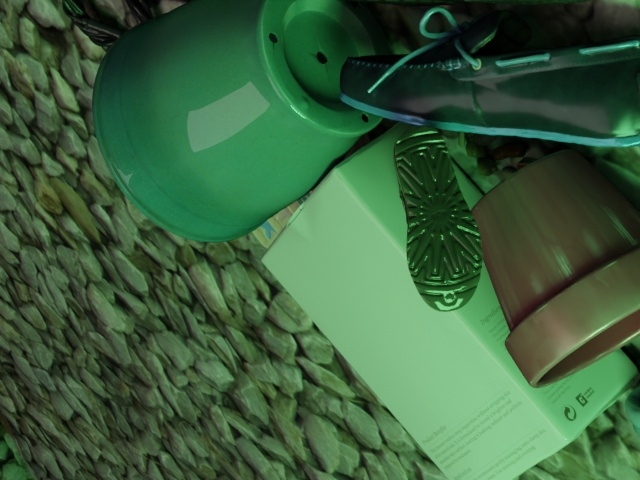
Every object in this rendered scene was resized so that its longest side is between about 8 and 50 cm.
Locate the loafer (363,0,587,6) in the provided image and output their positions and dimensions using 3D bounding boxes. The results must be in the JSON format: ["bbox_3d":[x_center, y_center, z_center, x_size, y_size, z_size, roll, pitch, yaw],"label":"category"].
[{"bbox_3d":[0.108,-0.286,1.352,0.366,0.133,0.130,9,100,42],"label":"loafer"}]

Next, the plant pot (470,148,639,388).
[{"bbox_3d":[0.245,0.019,1.421,0.180,0.201,0.201,60,153,17],"label":"plant pot"}]

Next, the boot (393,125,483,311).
[{"bbox_3d":[0.110,-0.019,1.424,0.208,0.076,0.190,95,169,-84],"label":"boot"}]

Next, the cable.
[{"bbox_3d":[-0.276,-0.305,1.908,0.184,0.047,0.151,16,140,42],"label":"cable"}]

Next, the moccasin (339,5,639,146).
[{"bbox_3d":[0.178,-0.165,1.378,0.342,0.137,0.117,8,106,27],"label":"moccasin"}]

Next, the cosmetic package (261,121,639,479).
[{"bbox_3d":[0.136,0.080,1.621,0.385,0.156,0.217,51,141,6],"label":"cosmetic package"}]

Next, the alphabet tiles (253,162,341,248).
[{"bbox_3d":[0.000,0.000,1.880,0.284,0.021,0.278,53,150,-2],"label":"alphabet tiles"}]

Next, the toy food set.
[{"bbox_3d":[0.191,-0.086,1.529,0.122,0.019,0.078,36,146,25],"label":"toy food set"}]

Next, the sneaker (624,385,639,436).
[{"bbox_3d":[0.384,0.123,1.384,0.150,0.135,0.366,41,147,13],"label":"sneaker"}]

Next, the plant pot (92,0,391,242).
[{"bbox_3d":[-0.068,-0.160,1.578,0.255,0.271,0.272,-22,104,48],"label":"plant pot"}]
